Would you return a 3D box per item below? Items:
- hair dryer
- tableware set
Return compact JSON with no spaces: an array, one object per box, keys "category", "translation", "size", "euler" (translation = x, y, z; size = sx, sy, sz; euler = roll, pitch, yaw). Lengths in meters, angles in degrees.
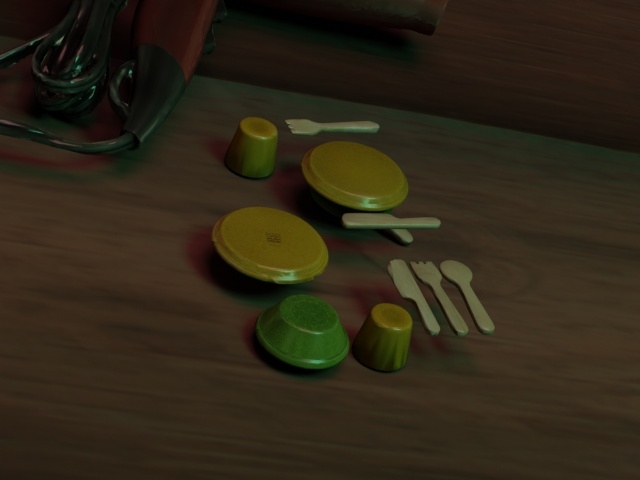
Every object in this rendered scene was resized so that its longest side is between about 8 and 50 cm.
[{"category":"hair dryer","translation":[-0.064,-0.118,0.867],"size":[0.294,0.080,0.223],"euler":[-9,58,-30]},{"category":"tableware set","translation":[0.000,0.000,0.750],"size":[0.104,0.024,0.154],"euler":[0,39,-24]}]
